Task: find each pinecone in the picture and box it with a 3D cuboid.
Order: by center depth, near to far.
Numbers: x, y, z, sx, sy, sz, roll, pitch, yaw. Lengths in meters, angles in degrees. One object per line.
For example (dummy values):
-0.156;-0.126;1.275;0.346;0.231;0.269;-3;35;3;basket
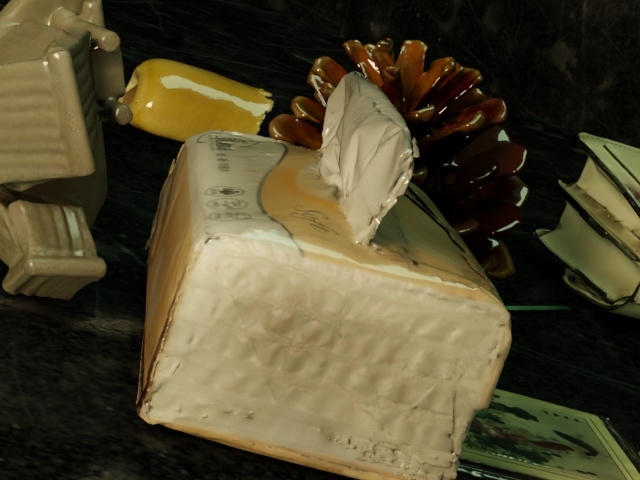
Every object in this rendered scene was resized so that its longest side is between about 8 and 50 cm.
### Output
0.062;-0.057;1.257;0.264;0.264;0.264;17;14;-4;pinecone

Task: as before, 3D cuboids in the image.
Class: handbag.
0.452;0.022;1.615;0.358;0.160;0.237;11;21;-23;handbag

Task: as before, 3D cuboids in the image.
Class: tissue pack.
0.000;0.000;0.989;0.238;0.239;0.305;16;14;-10;tissue pack

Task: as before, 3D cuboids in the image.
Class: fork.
0.192;0.061;1.409;0.039;0.021;0.235;31;19;33;fork

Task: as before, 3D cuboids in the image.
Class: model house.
-0.196;-0.070;1.025;0.122;0.229;0.188;-7;19;-21;model house

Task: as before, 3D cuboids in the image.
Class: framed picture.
0.158;0.147;1.065;0.195;0.010;0.199;16;14;-10;framed picture

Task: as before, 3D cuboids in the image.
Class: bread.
-0.151;-0.164;1.704;0.173;0.085;0.134;14;14;-17;bread
